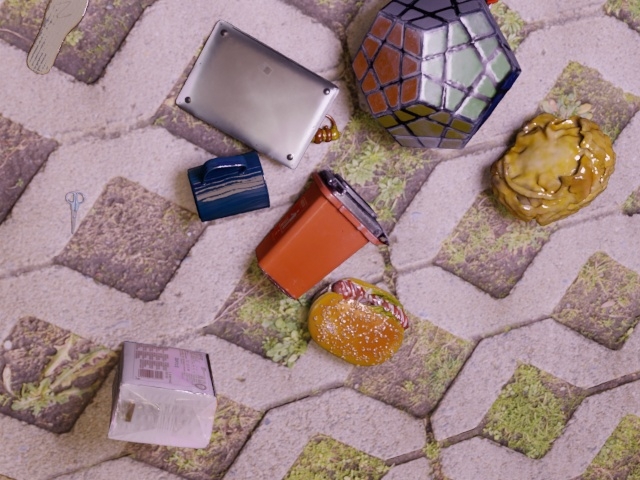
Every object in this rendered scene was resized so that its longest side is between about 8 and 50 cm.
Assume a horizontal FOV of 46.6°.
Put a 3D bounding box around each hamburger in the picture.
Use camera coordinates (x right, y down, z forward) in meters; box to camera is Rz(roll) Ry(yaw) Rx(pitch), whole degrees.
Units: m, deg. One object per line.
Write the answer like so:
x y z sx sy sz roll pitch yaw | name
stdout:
0.076 0.169 1.554 0.210 0.116 0.173 29 96 -18 | hamburger

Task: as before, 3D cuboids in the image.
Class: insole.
-0.479 -0.390 1.354 0.064 0.004 0.188 28 94 -17 | insole

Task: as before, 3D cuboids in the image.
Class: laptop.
-0.122 -0.279 1.434 0.269 0.015 0.188 29 95 -6 | laptop

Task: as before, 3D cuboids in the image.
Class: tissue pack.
-0.303 0.294 1.430 0.185 0.225 0.124 13 99 -16 | tissue pack

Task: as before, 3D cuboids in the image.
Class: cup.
-0.181 -0.116 1.424 0.138 0.113 0.150 -15 128 -9 | cup

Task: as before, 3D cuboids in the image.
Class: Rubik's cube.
0.219 -0.326 1.403 0.264 0.319 0.319 38 91 9 | Rubik's cube

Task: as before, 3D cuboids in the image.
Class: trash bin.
0.000 0.000 1.486 0.184 0.161 0.239 42 97 -18 | trash bin

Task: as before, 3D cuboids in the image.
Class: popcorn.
0.479 -0.152 1.529 0.250 0.250 0.190 -40 125 -3 | popcorn

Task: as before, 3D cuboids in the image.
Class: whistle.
-0.014 -0.219 1.496 0.109 0.057 0.046 -13 150 -20 | whistle

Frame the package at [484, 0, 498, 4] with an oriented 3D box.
0.291 -0.561 1.471 0.083 0.022 0.200 -16 89 -18 | package

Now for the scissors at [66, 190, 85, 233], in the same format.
-0.474 -0.053 1.428 0.036 0.006 0.083 7 100 -13 | scissors

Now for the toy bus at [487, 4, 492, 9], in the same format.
0.289 -0.502 1.502 0.130 0.037 0.052 10 103 -17 | toy bus
